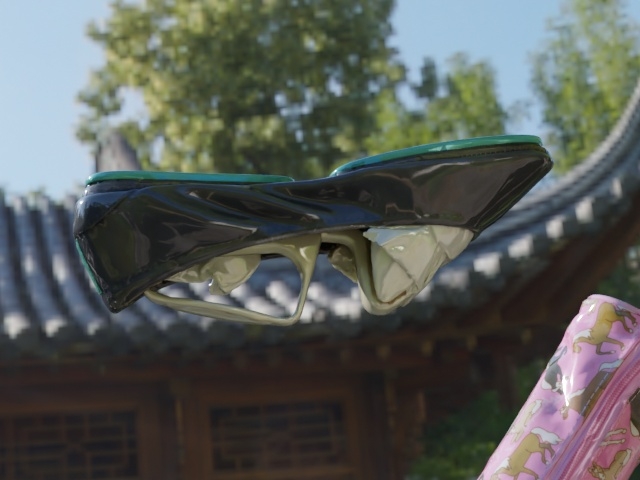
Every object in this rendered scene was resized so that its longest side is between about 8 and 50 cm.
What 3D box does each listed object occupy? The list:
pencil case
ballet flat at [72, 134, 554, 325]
[{"bbox_3d":[0.248,0.237,1.560,0.160,0.386,0.167,43,-14,-35],"label":"pencil case"},{"bbox_3d":[0.000,0.000,0.630,0.203,0.074,0.074,-6,-18,-5],"label":"ballet flat"}]
